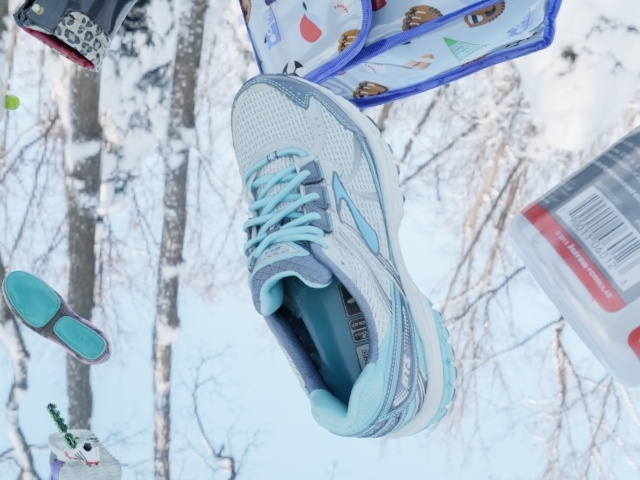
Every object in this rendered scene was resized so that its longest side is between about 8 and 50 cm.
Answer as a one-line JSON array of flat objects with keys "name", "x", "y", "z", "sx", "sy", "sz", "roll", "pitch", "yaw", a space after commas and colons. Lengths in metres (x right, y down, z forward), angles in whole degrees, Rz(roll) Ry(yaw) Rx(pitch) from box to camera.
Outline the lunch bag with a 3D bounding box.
[{"name": "lunch bag", "x": 0.075, "y": -0.362, "z": 1.078, "sx": 0.386, "sy": 0.327, "sz": 0.239, "roll": -19, "pitch": 165, "yaw": 7}]

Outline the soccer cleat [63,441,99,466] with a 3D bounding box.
[{"name": "soccer cleat", "x": -0.391, "y": 0.345, "z": 1.355, "sx": 0.083, "sy": 0.035, "sz": 0.029, "roll": 5, "pitch": -179, "yaw": 39}]

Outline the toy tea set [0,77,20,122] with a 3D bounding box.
[{"name": "toy tea set", "x": -0.399, "y": -0.200, "z": 0.896, "sx": 0.124, "sy": 0.199, "sz": 0.336, "roll": 2, "pitch": -168, "yaw": -16}]

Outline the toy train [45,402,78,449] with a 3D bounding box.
[{"name": "toy train", "x": -0.409, "y": 0.293, "z": 1.305, "sx": 0.017, "sy": 0.083, "sz": 0.024, "roll": -30, "pitch": 180, "yaw": -31}]

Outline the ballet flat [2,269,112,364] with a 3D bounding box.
[{"name": "ballet flat", "x": -0.439, "y": 0.137, "z": 1.381, "sx": 0.222, "sy": 0.079, "sz": 0.077, "roll": 36, "pitch": -113, "yaw": 6}]

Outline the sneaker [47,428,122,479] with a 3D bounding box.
[{"name": "sneaker", "x": -0.406, "y": 0.438, "z": 1.419, "sx": 0.102, "sy": 0.146, "sz": 0.293, "roll": 0, "pitch": -172, "yaw": -24}]

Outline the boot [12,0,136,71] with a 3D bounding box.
[{"name": "boot", "x": -0.260, "y": -0.299, "z": 0.819, "sx": 0.085, "sy": 0.178, "sz": 0.236, "roll": 18, "pitch": 167, "yaw": 42}]

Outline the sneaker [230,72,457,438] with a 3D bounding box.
[{"name": "sneaker", "x": 0.000, "y": 0.000, "z": 0.562, "sx": 0.122, "sy": 0.110, "sz": 0.283, "roll": 3, "pitch": -121, "yaw": -58}]

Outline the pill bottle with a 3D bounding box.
[{"name": "pill bottle", "x": 0.385, "y": -0.038, "z": 0.803, "sx": 0.210, "sy": 0.363, "sz": 0.210, "roll": 52, "pitch": -172, "yaw": -10}]
